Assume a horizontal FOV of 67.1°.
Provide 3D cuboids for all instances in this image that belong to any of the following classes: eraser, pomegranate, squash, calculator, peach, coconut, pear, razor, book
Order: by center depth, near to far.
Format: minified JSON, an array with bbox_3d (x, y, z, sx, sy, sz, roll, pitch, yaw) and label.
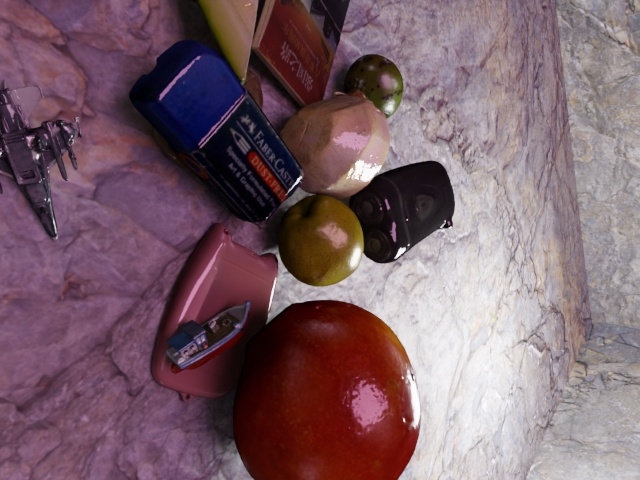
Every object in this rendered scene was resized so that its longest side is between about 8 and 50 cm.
[{"bbox_3d":[-0.158,-0.171,0.833,0.155,0.102,0.332,-53,138,-15],"label":"eraser"},{"bbox_3d":[-0.126,-0.421,0.859,0.203,0.111,0.288,-27,90,-19],"label":"squash"},{"bbox_3d":[0.009,0.295,0.918,0.389,0.389,0.387,-3,94,-47],"label":"peach"},{"bbox_3d":[-0.189,0.148,0.920,0.220,0.048,0.329,34,70,-44],"label":"calculator"},{"bbox_3d":[-0.001,0.001,1.021,0.198,0.198,0.198,-3,94,-47],"label":"pear"},{"bbox_3d":[0.041,-0.197,1.032,0.237,0.237,0.197,9,49,-47],"label":"coconut"},{"bbox_3d":[-0.023,-0.491,1.038,0.262,0.028,0.373,36,65,-60],"label":"book"},{"bbox_3d":[0.100,-0.356,1.152,0.220,0.156,0.156,-22,110,-19],"label":"pomegranate"},{"bbox_3d":[0.209,-0.078,1.187,0.349,0.114,0.204,-25,104,-46],"label":"razor"}]

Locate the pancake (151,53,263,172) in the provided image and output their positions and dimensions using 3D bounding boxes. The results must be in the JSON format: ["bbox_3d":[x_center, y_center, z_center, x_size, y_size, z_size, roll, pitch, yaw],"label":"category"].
[{"bbox_3d":[-0.201,-0.223,0.889,0.242,0.050,0.241,-18,115,-42],"label":"pancake"}]

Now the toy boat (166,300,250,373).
[{"bbox_3d":[-0.190,0.161,0.841,0.173,0.069,0.058,-30,126,-33],"label":"toy boat"}]

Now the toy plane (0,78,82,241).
[{"bbox_3d":[-0.399,-0.104,0.655,0.160,0.082,0.233,-15,104,-19],"label":"toy plane"}]
